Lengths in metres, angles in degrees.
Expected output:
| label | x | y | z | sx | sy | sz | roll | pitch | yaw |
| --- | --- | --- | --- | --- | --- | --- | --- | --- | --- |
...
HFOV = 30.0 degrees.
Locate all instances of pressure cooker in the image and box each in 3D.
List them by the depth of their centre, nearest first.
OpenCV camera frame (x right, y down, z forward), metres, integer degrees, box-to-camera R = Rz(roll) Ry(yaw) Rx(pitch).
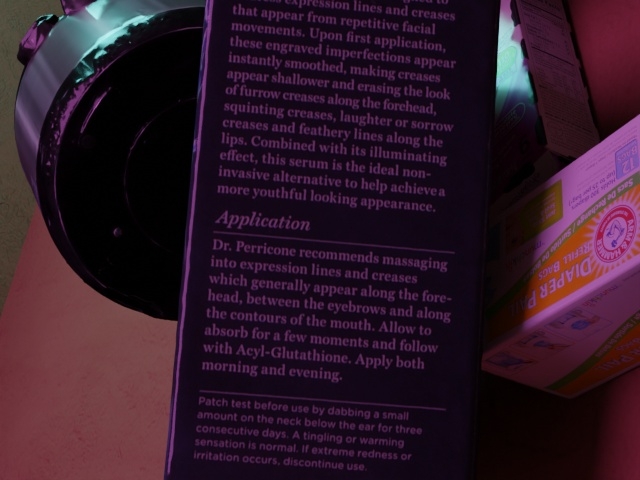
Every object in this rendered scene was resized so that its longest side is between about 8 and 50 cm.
| label | x | y | z | sx | sy | sz | roll | pitch | yaw |
| --- | --- | --- | --- | --- | --- | --- | --- | --- | --- |
| pressure cooker | -0.190 | -0.134 | 1.467 | 0.370 | 0.375 | 0.420 | -69 | 24 | 10 |

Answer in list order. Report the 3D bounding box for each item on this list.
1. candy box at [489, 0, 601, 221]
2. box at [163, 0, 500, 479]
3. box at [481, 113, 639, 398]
| label | x | y | z | sx | sy | sz | roll | pitch | yaw |
| --- | --- | --- | --- | --- | --- | --- | --- | --- | --- |
| candy box | 0.161 | -0.105 | 1.069 | 0.159 | 0.071 | 0.233 | -49 | 31 | 40 |
| box | 0.000 | 0.000 | 0.939 | 0.293 | 0.211 | 0.396 | 122 | 152 | -79 |
| box | 0.201 | 0.018 | 0.848 | 0.203 | 0.103 | 0.114 | -41 | 37 | 48 |
